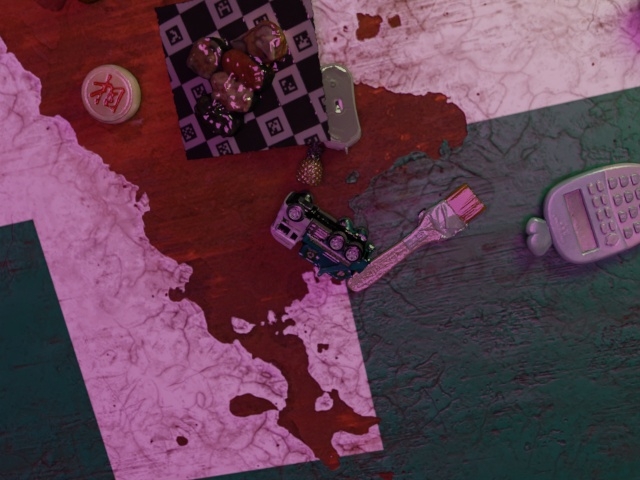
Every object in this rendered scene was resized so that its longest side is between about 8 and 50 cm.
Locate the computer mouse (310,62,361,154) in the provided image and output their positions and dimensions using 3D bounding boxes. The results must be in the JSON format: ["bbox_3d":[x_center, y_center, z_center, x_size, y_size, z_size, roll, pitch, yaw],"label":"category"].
[{"bbox_3d":[0.031,-0.262,1.406,0.089,0.056,0.181,-15,99,-9],"label":"computer mouse"}]

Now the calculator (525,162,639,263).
[{"bbox_3d":[0.557,-0.052,1.414,0.295,0.042,0.184,-20,100,7],"label":"calculator"}]

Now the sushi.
[{"bbox_3d":[-0.168,-0.324,1.373,0.339,0.069,0.320,-3,104,19],"label":"sushi"}]

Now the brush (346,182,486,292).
[{"bbox_3d":[0.192,0.007,1.474,0.336,0.020,0.085,-38,97,13],"label":"brush"}]

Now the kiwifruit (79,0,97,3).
[{"bbox_3d":[-0.449,-0.527,1.389,0.124,0.075,0.075,-40,96,17],"label":"kiwifruit"}]

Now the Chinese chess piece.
[{"bbox_3d":[-0.434,-0.303,1.449,0.122,0.051,0.122,1,103,6],"label":"Chinese chess piece"}]

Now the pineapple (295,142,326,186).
[{"bbox_3d":[-0.011,-0.175,1.434,0.058,0.058,0.124,18,103,1],"label":"pineapple"}]

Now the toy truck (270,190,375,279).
[{"bbox_3d":[0.000,0.000,1.451,0.216,0.110,0.116,33,115,-3],"label":"toy truck"}]
